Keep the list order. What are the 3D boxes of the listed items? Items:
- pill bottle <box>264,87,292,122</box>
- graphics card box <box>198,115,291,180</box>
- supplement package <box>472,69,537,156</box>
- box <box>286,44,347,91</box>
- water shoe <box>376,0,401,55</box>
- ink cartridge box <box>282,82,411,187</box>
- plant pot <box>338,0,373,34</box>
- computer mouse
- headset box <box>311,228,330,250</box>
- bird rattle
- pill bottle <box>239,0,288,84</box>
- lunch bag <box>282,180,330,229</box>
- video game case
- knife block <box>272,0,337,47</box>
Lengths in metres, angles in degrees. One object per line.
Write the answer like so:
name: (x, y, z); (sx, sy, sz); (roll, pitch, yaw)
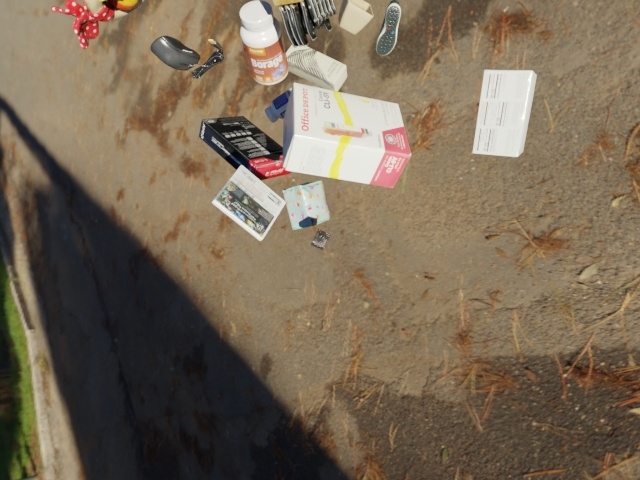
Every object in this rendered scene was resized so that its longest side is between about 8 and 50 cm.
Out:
pill bottle: (-0.195, -0.705, 2.233); (0.187, 0.112, 0.112); (-28, 63, 18)
graphics card box: (-0.312, -0.396, 1.801); (0.371, 0.233, 0.094); (42, 130, 22)
supplement package: (0.619, -0.425, 1.425); (0.145, 0.204, 0.261); (12, 111, 27)
box: (-0.023, -0.775, 1.905); (0.275, 0.094, 0.113); (29, 82, 13)
water shoe: (0.273, -0.828, 1.663); (0.203, 0.073, 0.080); (108, 177, -53)
ink cartridge box: (0.077, -0.352, 1.426); (0.160, 0.385, 0.279); (113, 159, -51)
plant pot: (0.123, -0.847, 1.599); (0.096, 0.109, 0.109); (-51, 31, 42)
computer mouse: (-0.458, -0.663, 1.521); (0.184, 0.262, 0.060); (-27, 78, 19)
headset box: (0.000, 0.000, 1.854); (0.032, 0.062, 0.083); (105, -169, -58)
bird rattle: (-0.490, -0.569, 0.997); (0.143, 0.207, 0.253); (50, 139, 0)
pill bottle: (-0.168, -0.579, 1.254); (0.121, 0.216, 0.121); (-2, 65, 5)
lunch bag: (-0.053, -0.189, 2.191); (0.160, 0.262, 0.223); (-11, 98, 33)
video game case: (-0.220, -0.119, 1.336); (0.022, 0.190, 0.173); (-29, 27, 50)
knife block: (-0.077, -0.618, 1.009); (0.276, 0.088, 0.242); (44, 150, 3)
